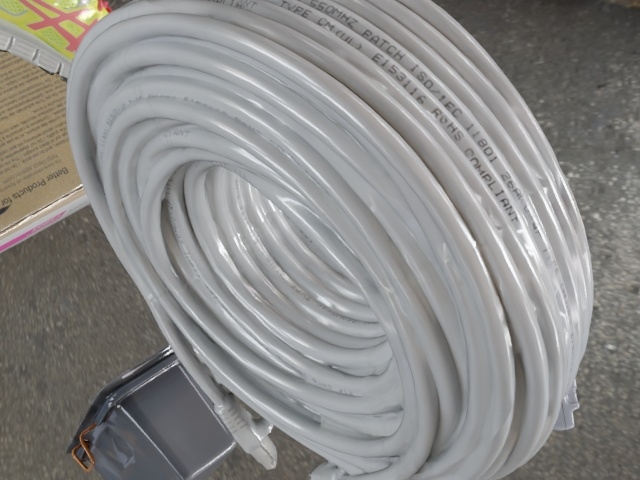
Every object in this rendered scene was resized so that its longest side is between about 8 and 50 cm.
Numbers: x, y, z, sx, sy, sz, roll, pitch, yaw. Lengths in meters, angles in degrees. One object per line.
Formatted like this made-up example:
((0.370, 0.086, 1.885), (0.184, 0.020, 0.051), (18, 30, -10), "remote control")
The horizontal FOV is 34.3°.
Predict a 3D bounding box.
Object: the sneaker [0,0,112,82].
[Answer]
((-0.188, -0.173, 0.780), (0.208, 0.081, 0.094), (20, 103, -32), "sneaker")

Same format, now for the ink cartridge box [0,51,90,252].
((-0.294, -0.094, 0.909), (0.234, 0.088, 0.193), (-35, 90, -39), "ink cartridge box")

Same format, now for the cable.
((0.000, 0.000, 0.454), (0.089, 0.257, 0.257), (-42, 106, -30), "cable")

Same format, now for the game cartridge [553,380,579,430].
((0.229, 0.078, 1.259), (0.060, 0.196, 0.294), (-8, 85, -11), "game cartridge")

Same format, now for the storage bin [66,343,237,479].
((-0.129, 0.157, 0.791), (0.098, 0.135, 0.091), (-32, 75, -40), "storage bin")
